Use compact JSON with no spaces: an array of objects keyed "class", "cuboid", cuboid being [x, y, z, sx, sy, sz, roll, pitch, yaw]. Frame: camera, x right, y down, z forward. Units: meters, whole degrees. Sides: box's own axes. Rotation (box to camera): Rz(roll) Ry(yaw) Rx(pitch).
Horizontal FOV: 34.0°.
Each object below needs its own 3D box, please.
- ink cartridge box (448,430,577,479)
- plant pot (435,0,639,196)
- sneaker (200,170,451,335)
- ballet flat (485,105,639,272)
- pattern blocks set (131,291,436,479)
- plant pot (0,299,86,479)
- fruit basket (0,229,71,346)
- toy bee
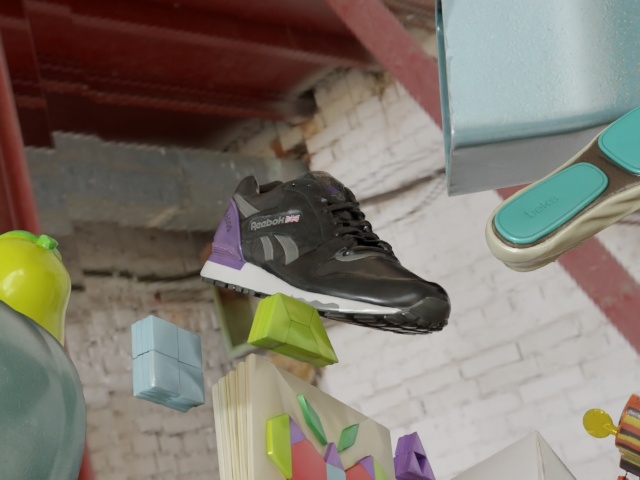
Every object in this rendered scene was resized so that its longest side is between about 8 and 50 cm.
[{"class":"ink cartridge box","cuboid":[0.251,0.378,1.206,0.171,0.232,0.168,-35,13,17]},{"class":"plant pot","cuboid":[0.263,-0.201,1.190,0.252,0.247,0.248,-3,-11,6]},{"class":"sneaker","cuboid":[0.000,0.000,0.902,0.107,0.124,0.283,17,-3,-43]},{"class":"ballet flat","cuboid":[0.255,-0.048,0.914,0.248,0.086,0.086,-30,-15,-3]},{"class":"pattern blocks set","cuboid":[0.001,0.168,0.684,0.026,0.285,0.325,-24,-23,27]},{"class":"plant pot","cuboid":[-0.349,0.132,0.769,0.293,0.293,0.196,-18,-36,7]},{"class":"fruit basket","cuboid":[-0.424,0.166,1.176,0.283,0.392,0.392,-2,-15,1]},{"class":"toy bee","cuboid":[0.562,0.358,1.793,0.298,0.162,0.195,24,-2,-40]}]
